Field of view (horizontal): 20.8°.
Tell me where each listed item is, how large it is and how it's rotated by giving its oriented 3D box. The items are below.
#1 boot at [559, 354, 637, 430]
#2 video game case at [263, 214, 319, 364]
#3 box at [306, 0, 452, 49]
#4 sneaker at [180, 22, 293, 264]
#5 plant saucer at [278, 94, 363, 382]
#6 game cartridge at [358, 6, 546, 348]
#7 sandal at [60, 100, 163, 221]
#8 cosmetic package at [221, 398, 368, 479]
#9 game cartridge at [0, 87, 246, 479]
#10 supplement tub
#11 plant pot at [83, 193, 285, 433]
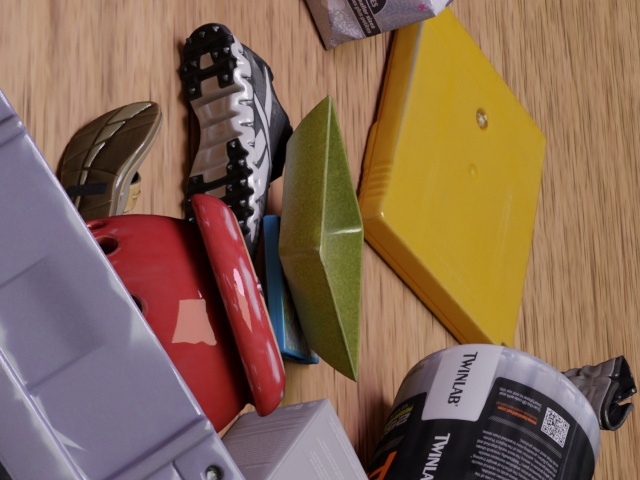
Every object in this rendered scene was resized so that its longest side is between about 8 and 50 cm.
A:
[{"bbox_3d":[0.237,0.197,1.848,0.083,0.161,0.246,64,34,-18],"label":"boot"},{"bbox_3d":[-0.025,0.047,1.568,0.166,0.015,0.119,38,48,-78],"label":"video game case"},{"bbox_3d":[0.046,-0.346,1.772,0.163,0.142,0.247,-47,117,-53],"label":"box"},{"bbox_3d":[-0.065,-0.073,1.558,0.106,0.078,0.234,18,61,-51],"label":"sneaker"},{"bbox_3d":[0.000,0.000,1.552,0.188,0.045,0.188,75,14,-48],"label":"plant saucer"},{"bbox_3d":[0.148,-0.069,1.922,0.285,0.052,0.324,47,45,-38],"label":"game cartridge"},{"bbox_3d":[-0.171,-0.038,1.396,0.049,0.072,0.180,64,33,-48],"label":"sandal"},{"bbox_3d":[-0.052,0.247,1.441,0.238,0.107,0.127,-44,116,-51],"label":"cosmetic package"},{"bbox_3d":[-0.226,0.082,1.108,0.230,0.068,0.355,-34,98,-19],"label":"game cartridge"},{"bbox_3d":[0.128,0.277,1.604,0.207,0.207,0.338,56,38,-29],"label":"supplement tub"},{"bbox_3d":[-0.123,0.070,1.259,0.191,0.174,0.191,164,-90,-86],"label":"plant pot"}]
